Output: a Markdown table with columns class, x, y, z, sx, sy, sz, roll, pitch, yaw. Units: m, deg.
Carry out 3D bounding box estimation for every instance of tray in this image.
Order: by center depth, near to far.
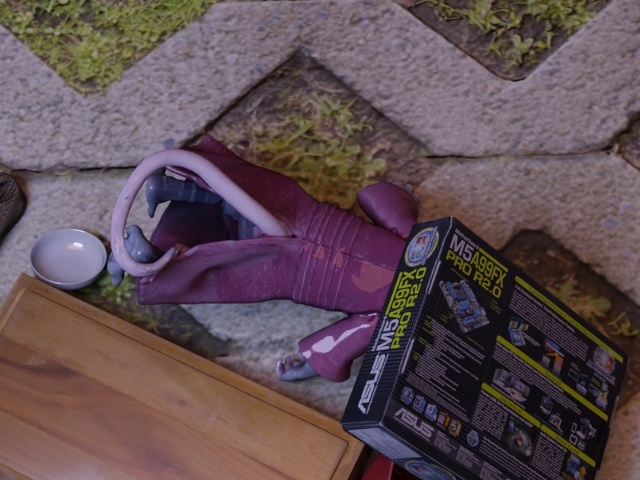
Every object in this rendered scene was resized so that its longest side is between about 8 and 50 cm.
| class | x | y | z | sx | sy | sz | roll | pitch | yaw |
| --- | --- | --- | --- | --- | --- | --- | --- | --- | --- |
| tray | -0.175 | 0.208 | 1.354 | 0.411 | 0.076 | 0.203 | 23 | 73 | 15 |

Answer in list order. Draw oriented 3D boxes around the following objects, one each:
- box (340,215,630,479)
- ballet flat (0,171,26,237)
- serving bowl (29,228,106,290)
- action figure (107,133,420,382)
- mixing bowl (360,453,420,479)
| class | x | y | z | sx | sy | sz | roll | pitch | yaw |
| --- | --- | --- | --- | --- | --- | --- | --- | --- | --- |
| box | 0.163 | 0.139 | 1.245 | 0.270 | 0.060 | 0.216 | 35 | 61 | -28 |
| ballet flat | -0.406 | 0.031 | 1.454 | 0.084 | 0.058 | 0.250 | 26 | 74 | 16 |
| serving bowl | -0.275 | 0.026 | 1.449 | 0.083 | 0.027 | 0.083 | 5 | 44 | -5 |
| action figure | 0.000 | 0.000 | 1.300 | 0.370 | 0.276 | 0.248 | 16 | 73 | 2 |
| mixing bowl | 0.100 | 0.261 | 1.270 | 0.098 | 0.181 | 0.181 | -21 | 63 | 48 |
